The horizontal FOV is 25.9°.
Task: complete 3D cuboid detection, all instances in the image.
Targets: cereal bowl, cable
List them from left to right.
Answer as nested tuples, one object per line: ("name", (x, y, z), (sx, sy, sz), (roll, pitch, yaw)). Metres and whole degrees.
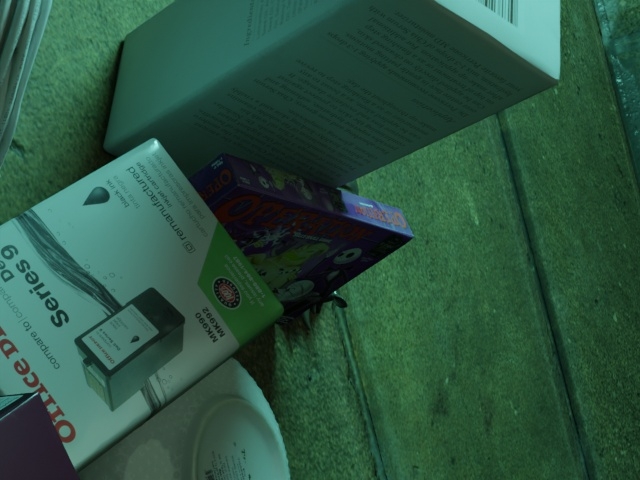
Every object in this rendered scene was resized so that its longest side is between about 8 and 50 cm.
("cable", (-0.293, -0.178, 1.205), (0.089, 0.257, 0.257), (16, 34, -16))
("cereal bowl", (-0.132, 0.247, 1.388), (0.339, 0.141, 0.339), (29, 55, -52))

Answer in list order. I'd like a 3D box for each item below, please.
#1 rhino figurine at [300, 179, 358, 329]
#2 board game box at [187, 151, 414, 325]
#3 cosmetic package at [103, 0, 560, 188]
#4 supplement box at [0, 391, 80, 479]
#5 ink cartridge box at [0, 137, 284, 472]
("rhino figurine", (0.000, 0.000, 1.759), (0.106, 0.073, 0.243), (34, 52, -44))
("board game box", (-0.068, 0.008, 1.515), (0.347, 0.208, 0.056), (14, 42, -55))
("cosmetic package", (0.002, -0.188, 1.430), (0.230, 0.453, 0.161), (26, 56, -35))
("supplement box", (-0.287, 0.188, 1.104), (0.081, 0.188, 0.104), (-36, 109, -48))
("ink cartridge box", (-0.207, 0.072, 1.234), (0.211, 0.121, 0.289), (53, 49, 1))
